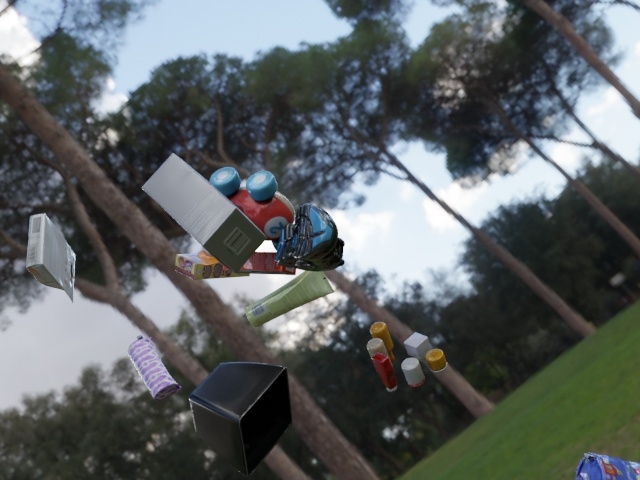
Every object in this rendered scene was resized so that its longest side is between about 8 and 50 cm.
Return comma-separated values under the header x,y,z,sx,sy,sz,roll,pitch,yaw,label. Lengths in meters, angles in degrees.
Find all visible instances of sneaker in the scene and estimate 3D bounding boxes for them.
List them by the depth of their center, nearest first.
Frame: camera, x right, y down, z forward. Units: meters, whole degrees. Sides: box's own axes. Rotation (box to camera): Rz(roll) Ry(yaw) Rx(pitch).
x,y,z,sx,sy,sz,roll,pitch,yaw,label
0.000,0.000,1.980,0.341,0.140,0.125,158,125,-76,sneaker

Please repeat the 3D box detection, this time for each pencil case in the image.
x,y,z,sx,sy,sz,roll,pitch,yaw,label
0.745,0.578,2.133,0.306,0.133,0.119,11,-64,-20,pencil case
-0.516,0.393,2.761,0.088,0.206,0.086,-15,-32,-36,pencil case

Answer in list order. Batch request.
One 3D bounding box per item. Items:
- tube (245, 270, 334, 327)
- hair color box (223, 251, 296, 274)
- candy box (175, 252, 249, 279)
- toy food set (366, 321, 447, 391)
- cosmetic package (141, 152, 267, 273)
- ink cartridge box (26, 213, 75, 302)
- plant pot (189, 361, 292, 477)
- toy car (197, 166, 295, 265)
x,y,z,sx,sy,sz,roll,pitch,yaw,label
-0.083,0.151,2.357,0.240,0.062,0.070,-30,-44,18,tube
-0.155,0.058,2.306,0.093,0.167,0.053,22,-108,-67,hair color box
-0.304,0.071,2.549,0.187,0.109,0.053,-4,-74,-38,candy box
0.186,0.275,1.997,0.111,0.232,0.104,-39,-57,-27,toy food set
-0.225,-0.055,1.728,0.107,0.238,0.127,-50,-41,-5,cosmetic package
-0.623,0.045,2.080,0.045,0.145,0.179,-10,-34,2,ink cartridge box
-0.186,0.383,2.026,0.187,0.167,0.188,-45,-39,-43,plant pot
-0.195,-0.015,2.156,0.238,0.210,0.219,-58,-39,-33,toy car
